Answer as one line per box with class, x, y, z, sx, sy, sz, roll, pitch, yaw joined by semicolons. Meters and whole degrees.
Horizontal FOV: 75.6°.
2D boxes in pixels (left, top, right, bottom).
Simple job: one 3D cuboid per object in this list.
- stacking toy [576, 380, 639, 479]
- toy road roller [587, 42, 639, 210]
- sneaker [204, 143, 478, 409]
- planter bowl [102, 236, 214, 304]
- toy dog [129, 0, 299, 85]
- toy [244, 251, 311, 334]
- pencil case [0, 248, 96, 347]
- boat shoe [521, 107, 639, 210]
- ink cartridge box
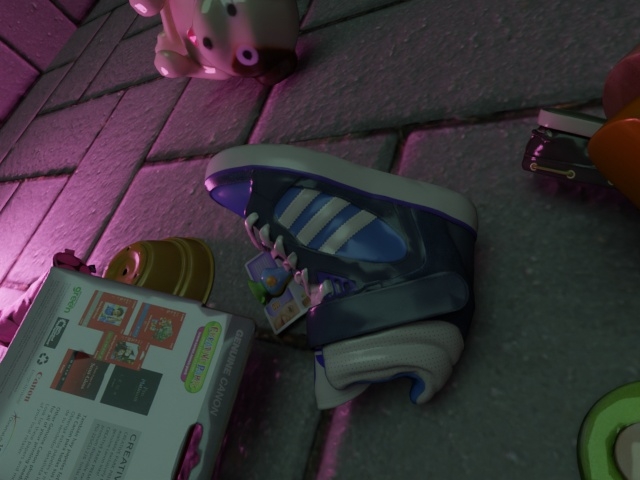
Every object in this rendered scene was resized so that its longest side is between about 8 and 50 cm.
stacking toy;0.228;0.223;0.207;0.309;0.130;0.279;-43;48;1
toy road roller;0.344;-0.048;0.185;0.202;0.240;0.330;-42;79;1
sneaker;-0.007;0.043;0.431;0.322;0.130;0.237;13;73;11
planter bowl;-0.286;0.068;0.669;0.216;0.090;0.218;-17;53;23
toy dog;-0.192;-0.473;0.882;0.394;0.285;0.408;-14;41;-22
toy;0.000;0.000;0.552;0.237;0.056;0.137;-38;49;6
pencil case;-0.547;0.113;0.808;0.209;0.095;0.098;-40;65;5
boat shoe;0.310;-0.062;0.385;0.227;0.081;0.069;31;124;31
ink cartridge box;-0.230;0.218;0.474;0.271;0.130;0.310;12;67;8
